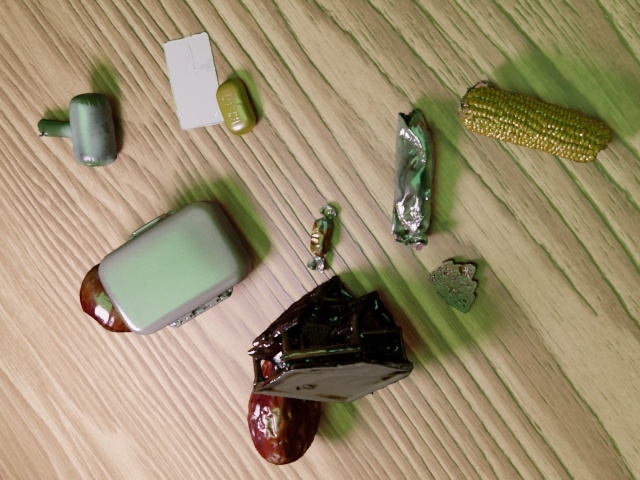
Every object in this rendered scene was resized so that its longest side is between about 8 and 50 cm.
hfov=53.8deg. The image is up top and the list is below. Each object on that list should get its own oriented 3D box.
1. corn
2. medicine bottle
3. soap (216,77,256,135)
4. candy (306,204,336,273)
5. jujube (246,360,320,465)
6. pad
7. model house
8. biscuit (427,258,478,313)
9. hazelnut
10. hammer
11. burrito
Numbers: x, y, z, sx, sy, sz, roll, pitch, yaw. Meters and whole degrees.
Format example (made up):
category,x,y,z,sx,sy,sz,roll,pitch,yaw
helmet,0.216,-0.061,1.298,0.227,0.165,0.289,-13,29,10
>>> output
category,x,y,z,sx,sy,sz,roll,pitch,yaw
corn,0.412,-0.226,1.225,0.293,0.106,0.106,23,115,19
medicine bottle,-0.388,0.073,1.679,0.375,0.123,0.282,-31,88,7
soap,-0.212,-0.332,1.572,0.089,0.045,0.140,-17,97,29
candy,0.000,0.000,1.556,0.053,0.046,0.182,18,111,22
jujube,-0.098,0.444,1.677,0.197,0.197,0.290,5,93,28
pad,-0.329,-0.410,1.637,0.156,0.004,0.232,-3,104,31
model house,0.017,0.208,1.502,0.317,0.297,0.282,-37,42,38
biscuit,0.309,0.104,1.429,0.119,0.019,0.130,-15,97,32
hazelnut,-0.569,0.162,1.824,0.218,0.234,0.218,-26,58,49
hammer,-0.730,-0.325,1.839,0.335,0.119,0.206,9,108,34
burrito,0.206,-0.132,1.386,0.096,0.066,0.309,7,106,30
